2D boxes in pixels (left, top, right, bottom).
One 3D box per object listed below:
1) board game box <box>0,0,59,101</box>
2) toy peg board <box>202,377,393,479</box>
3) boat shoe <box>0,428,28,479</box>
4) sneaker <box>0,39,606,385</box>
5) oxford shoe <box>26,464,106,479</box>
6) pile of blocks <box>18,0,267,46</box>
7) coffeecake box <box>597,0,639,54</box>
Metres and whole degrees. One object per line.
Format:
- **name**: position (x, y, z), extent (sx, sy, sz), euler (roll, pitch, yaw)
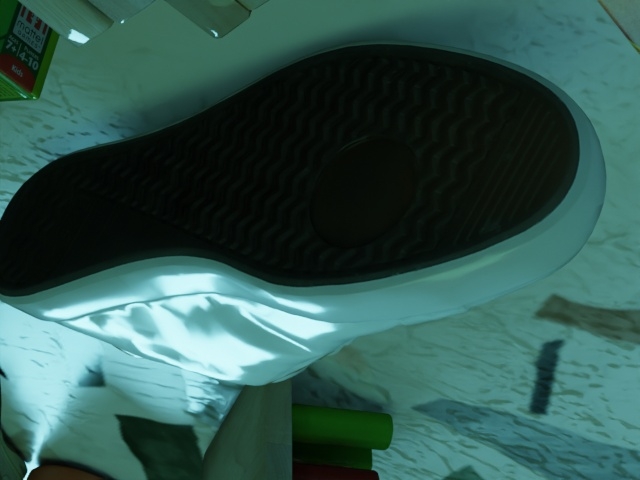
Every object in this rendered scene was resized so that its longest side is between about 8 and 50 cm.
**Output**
- **board game box**: position (-0.182, -0.108, 0.442), extent (0.092, 0.043, 0.181), euler (1, 156, 31)
- **toy peg board**: position (-0.013, 0.170, 0.721), extent (0.079, 0.160, 0.161), euler (7, 148, -14)
- **boat shoe**: position (-0.239, 0.142, 0.862), extent (0.050, 0.045, 0.135), euler (0, 143, 23)
- **sneaker**: position (0.000, 0.000, 0.526), extent (0.290, 0.106, 0.123), euler (-6, 150, 41)
- **oxford shoe**: position (-0.120, 0.268, 0.943), extent (0.271, 0.098, 0.097), euler (38, 141, -29)
- **pile of blocks**: position (-0.044, -0.163, 0.286), extent (0.149, 0.112, 0.362), euler (6, 145, 15)
- **coffeecake box**: position (0.134, -0.107, 0.330), extent (0.142, 0.068, 0.185), euler (-18, 134, 39)
